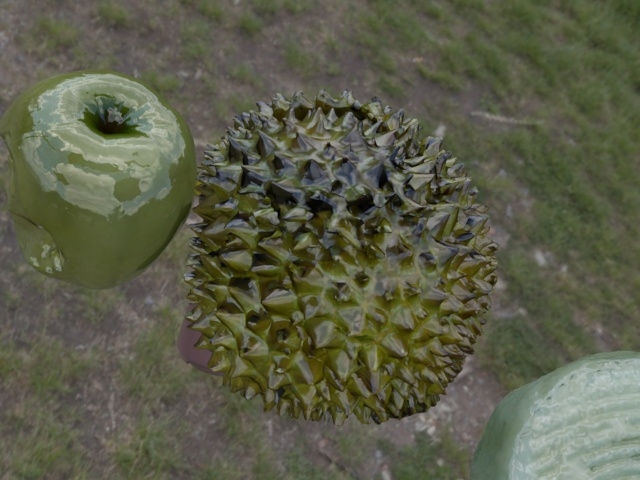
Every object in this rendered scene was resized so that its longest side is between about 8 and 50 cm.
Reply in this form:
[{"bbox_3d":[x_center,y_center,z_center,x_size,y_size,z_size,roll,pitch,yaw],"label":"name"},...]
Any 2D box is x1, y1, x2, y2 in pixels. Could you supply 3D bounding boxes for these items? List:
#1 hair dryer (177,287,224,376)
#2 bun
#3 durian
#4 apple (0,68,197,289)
[{"bbox_3d":[-0.050,0.091,1.349,0.352,0.210,0.125,-2,34,-40],"label":"hair dryer"},{"bbox_3d":[0.187,0.167,0.527,0.195,0.118,0.195,2,68,-5],"label":"bun"},{"bbox_3d":[0.011,-0.002,0.656,0.258,0.258,0.293,19,26,-21],"label":"durian"},{"bbox_3d":[-0.285,-0.080,1.065,0.279,0.279,0.279,19,45,-20],"label":"apple"}]
